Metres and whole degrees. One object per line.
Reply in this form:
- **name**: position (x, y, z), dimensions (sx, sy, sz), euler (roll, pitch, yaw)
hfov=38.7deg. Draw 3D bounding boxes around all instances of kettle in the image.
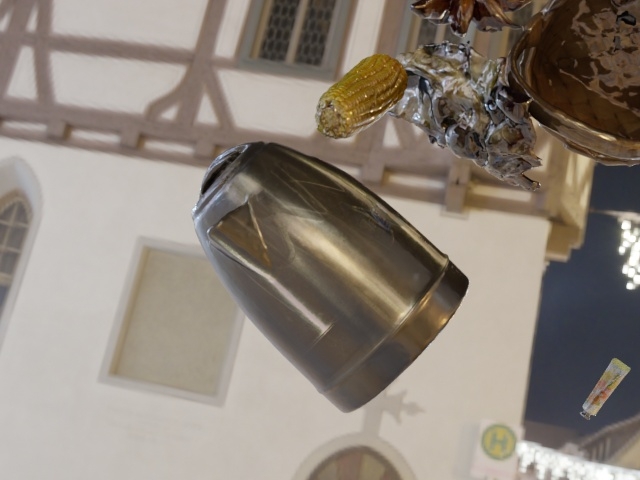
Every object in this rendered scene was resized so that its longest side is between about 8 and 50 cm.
- **kettle**: position (0.000, 0.000, 1.142), dimensions (0.324, 0.321, 0.228), euler (43, -60, -3)

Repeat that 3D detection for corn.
- **corn**: position (0.053, -0.191, 1.203), dimensions (0.080, 0.080, 0.231), euler (5, 24, 23)

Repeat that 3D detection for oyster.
- **oyster**: position (0.189, -0.207, 1.349), dimensions (0.361, 0.096, 0.221), euler (43, -27, 39)

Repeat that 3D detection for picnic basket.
- **picnic basket**: position (0.414, -0.232, 1.313), dimensions (0.293, 0.337, 0.337), euler (32, -12, 14)

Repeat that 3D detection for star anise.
- **star anise**: position (0.266, -0.448, 1.722), dimensions (0.272, 0.272, 0.102), euler (12, -38, -1)

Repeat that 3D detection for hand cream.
- **hand cream**: position (0.433, 0.229, 1.399), dimensions (0.022, 0.102, 0.035), euler (29, 7, -35)
